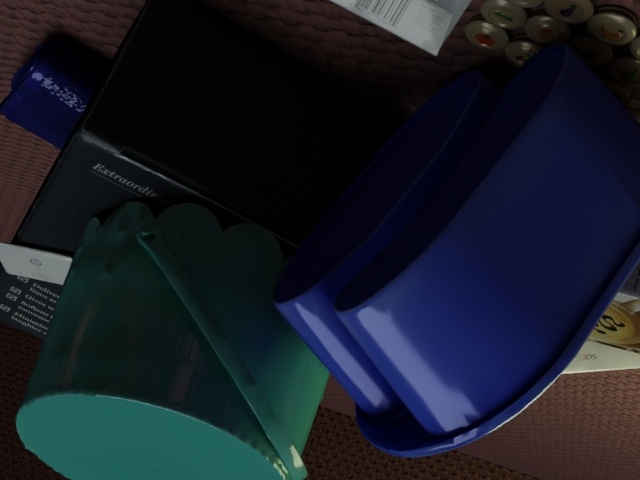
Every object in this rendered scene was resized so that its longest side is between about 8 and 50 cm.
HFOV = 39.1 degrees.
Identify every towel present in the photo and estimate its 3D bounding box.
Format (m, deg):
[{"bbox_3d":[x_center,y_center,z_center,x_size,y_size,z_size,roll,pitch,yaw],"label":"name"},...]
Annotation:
[{"bbox_3d":[-0.244,-0.132,1.149,0.308,0.076,0.227,33,162,-23],"label":"towel"}]

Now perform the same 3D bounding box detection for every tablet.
[{"bbox_3d":[-0.277,0.025,0.888,0.083,0.006,0.054,11,143,8],"label":"tablet"}]

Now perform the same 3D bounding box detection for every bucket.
[{"bbox_3d":[-0.122,0.120,0.809,0.281,0.183,0.281,9,143,7],"label":"bucket"}]

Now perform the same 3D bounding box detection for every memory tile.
[{"bbox_3d":[0.191,-0.154,0.696,0.148,0.012,0.113,24,161,-5],"label":"memory tile"}]

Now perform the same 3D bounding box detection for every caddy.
[{"bbox_3d":[0.129,0.010,0.714,0.179,0.341,0.241,46,162,-19],"label":"caddy"}]

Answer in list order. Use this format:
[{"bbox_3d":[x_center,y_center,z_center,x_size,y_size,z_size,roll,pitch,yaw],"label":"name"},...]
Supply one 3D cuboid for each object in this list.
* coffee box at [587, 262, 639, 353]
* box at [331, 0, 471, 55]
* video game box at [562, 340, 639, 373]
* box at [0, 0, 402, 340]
[{"bbox_3d":[0.278,0.024,0.916,0.297,0.119,0.168,14,161,22],"label":"coffee box"},{"bbox_3d":[0.052,-0.216,0.512,0.145,0.038,0.186,25,132,-9],"label":"box"},{"bbox_3d":[0.249,0.104,1.067,0.205,0.048,0.187,1,-168,-29],"label":"video game box"},{"bbox_3d":[-0.148,-0.019,0.968,0.293,0.212,0.395,29,142,-18],"label":"box"}]
